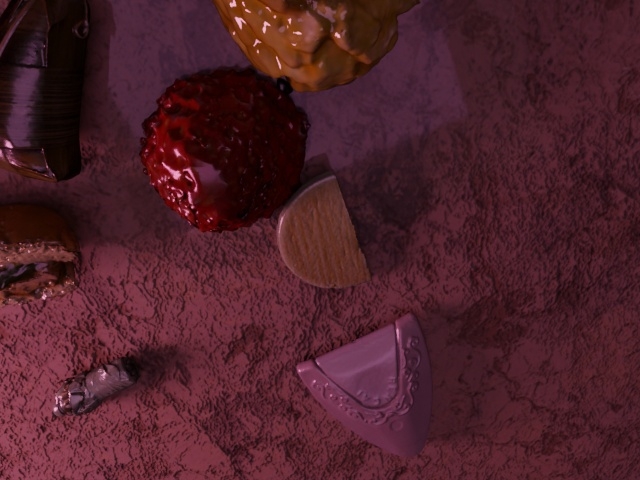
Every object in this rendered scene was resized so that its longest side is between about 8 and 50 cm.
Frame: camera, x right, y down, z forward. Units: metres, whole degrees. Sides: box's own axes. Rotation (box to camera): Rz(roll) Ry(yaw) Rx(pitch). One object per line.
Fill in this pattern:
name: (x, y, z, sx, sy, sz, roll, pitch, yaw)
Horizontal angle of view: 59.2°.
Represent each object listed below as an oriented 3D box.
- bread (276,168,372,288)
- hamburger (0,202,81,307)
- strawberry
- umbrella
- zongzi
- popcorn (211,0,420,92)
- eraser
bread: (-0.005, -0.001, 0.791, 0.112, 0.036, 0.193, -22, 123, 1)
hamburger: (-0.437, 0.017, 0.719, 0.261, 0.131, 0.124, -9, 146, -8)
strawberry: (-0.110, -0.090, 0.687, 0.233, 0.178, 0.234, -4, 118, -7)
umbrella: (-0.341, 0.222, 0.848, 0.143, 0.062, 0.067, -32, 141, 6)
zongzi: (-0.393, -0.206, 0.653, 0.240, 0.111, 0.248, 12, 104, -3)
popcorn: (-0.009, -0.286, 0.597, 0.225, 0.249, 0.249, -29, 112, -13)
eraser: (0.106, 0.254, 0.897, 0.204, 0.059, 0.244, -27, 107, 5)
